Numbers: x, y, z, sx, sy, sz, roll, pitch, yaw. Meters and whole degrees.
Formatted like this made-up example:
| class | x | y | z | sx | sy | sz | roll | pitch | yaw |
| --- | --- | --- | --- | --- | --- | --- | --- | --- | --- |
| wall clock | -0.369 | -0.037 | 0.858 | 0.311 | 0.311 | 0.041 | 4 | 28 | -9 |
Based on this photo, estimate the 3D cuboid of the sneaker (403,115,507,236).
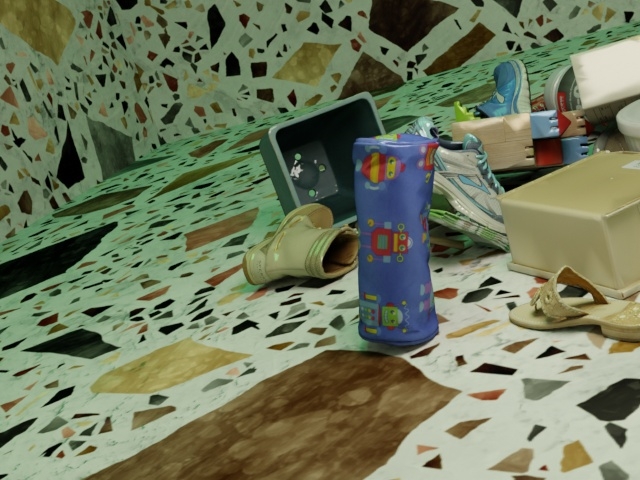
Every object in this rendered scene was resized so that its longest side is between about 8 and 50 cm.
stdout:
| class | x | y | z | sx | sy | sz | roll | pitch | yaw |
| --- | --- | --- | --- | --- | --- | --- | --- | --- | --- |
| sneaker | 0.255 | -0.108 | 1.658 | 0.122 | 0.283 | 0.110 | -58 | 11 | 14 |

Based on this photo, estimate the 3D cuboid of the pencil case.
| class | x | y | z | sx | sy | sz | roll | pitch | yaw |
| --- | --- | --- | --- | --- | --- | --- | --- | --- | --- |
| pencil case | 0.109 | -0.008 | 1.387 | 0.119 | 0.306 | 0.133 | 2 | 11 | 16 |

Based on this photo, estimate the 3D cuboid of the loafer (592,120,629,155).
| class | x | y | z | sx | sy | sz | roll | pitch | yaw |
| --- | --- | --- | --- | --- | --- | --- | --- | --- | --- |
| loafer | 0.600 | -0.194 | 1.912 | 0.087 | 0.094 | 0.251 | 17 | 40 | 23 |

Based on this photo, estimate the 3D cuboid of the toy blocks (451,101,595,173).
| class | x | y | z | sx | sy | sz | roll | pitch | yaw |
| --- | --- | --- | --- | --- | --- | --- | --- | --- | --- |
| toy blocks | 0.404 | -0.189 | 1.900 | 0.261 | 0.190 | 0.381 | -6 | 1 | 15 |

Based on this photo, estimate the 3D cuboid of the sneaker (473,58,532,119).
| class | x | y | z | sx | sy | sz | roll | pitch | yaw |
| --- | --- | --- | --- | --- | --- | --- | --- | --- | --- |
| sneaker | 0.406 | -0.301 | 2.215 | 0.147 | 0.129 | 0.330 | -6 | 40 | 13 |

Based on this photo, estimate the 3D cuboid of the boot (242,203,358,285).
| class | x | y | z | sx | sy | sz | roll | pitch | yaw |
| --- | --- | --- | --- | --- | --- | --- | --- | --- | --- |
| boot | 0.000 | 0.000 | 1.853 | 0.203 | 0.095 | 0.262 | -6 | 21 | 39 |

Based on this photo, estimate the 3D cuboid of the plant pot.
| class | x | y | z | sx | sy | sz | roll | pitch | yaw |
| --- | --- | --- | --- | --- | --- | --- | --- | --- | --- |
| plant pot | 0.001 | -0.156 | 2.150 | 0.248 | 0.247 | 0.252 | -23 | 6 | -18 |

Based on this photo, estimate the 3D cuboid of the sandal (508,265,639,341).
| class | x | y | z | sx | sy | sz | roll | pitch | yaw |
| --- | --- | --- | --- | --- | --- | --- | --- | --- | --- |
| sandal | 0.337 | 0.070 | 1.270 | 0.088 | 0.079 | 0.240 | -27 | 18 | -30 |

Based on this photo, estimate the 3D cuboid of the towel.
| class | x | y | z | sx | sy | sz | roll | pitch | yaw |
| --- | --- | --- | --- | --- | --- | --- | --- | --- | --- |
| towel | 0.235 | -0.019 | 1.631 | 0.152 | 0.023 | 0.113 | 21 | -4 | -24 |

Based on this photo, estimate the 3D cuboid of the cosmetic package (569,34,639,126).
| class | x | y | z | sx | sy | sz | roll | pitch | yaw |
| --- | --- | --- | --- | --- | --- | --- | --- | --- | --- |
| cosmetic package | 0.629 | -0.314 | 1.781 | 0.309 | 0.113 | 0.160 | -13 | -10 | 19 |

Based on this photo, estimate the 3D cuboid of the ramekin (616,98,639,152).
| class | x | y | z | sx | sy | sz | roll | pitch | yaw |
| --- | --- | --- | --- | --- | --- | --- | --- | --- | --- |
| ramekin | 0.633 | -0.173 | 1.594 | 0.273 | 0.127 | 0.273 | -16 | 16 | 5 |

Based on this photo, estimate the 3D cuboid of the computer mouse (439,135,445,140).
| class | x | y | z | sx | sy | sz | roll | pitch | yaw |
| --- | --- | --- | --- | --- | --- | --- | --- | --- | --- |
| computer mouse | 0.225 | -0.146 | 2.019 | 0.184 | 0.060 | 0.262 | 42 | 45 | 22 |

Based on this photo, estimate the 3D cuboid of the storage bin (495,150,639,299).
| class | x | y | z | sx | sy | sz | roll | pitch | yaw |
| --- | --- | --- | --- | --- | --- | --- | --- | --- | --- |
| storage bin | 0.445 | -0.040 | 1.454 | 0.260 | 0.123 | 0.262 | -23 | 16 | -20 |

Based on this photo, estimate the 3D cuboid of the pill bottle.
| class | x | y | z | sx | sy | sz | roll | pitch | yaw |
| --- | --- | --- | --- | --- | --- | --- | --- | --- | --- |
| pill bottle | 0.620 | -0.319 | 2.150 | 0.161 | 0.161 | 0.283 | -21 | 15 | -12 |

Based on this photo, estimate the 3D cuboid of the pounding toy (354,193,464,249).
| class | x | y | z | sx | sy | sz | roll | pitch | yaw |
| --- | --- | --- | --- | --- | --- | --- | --- | --- | --- |
| pounding toy | 0.173 | -0.015 | 1.768 | 0.154 | 0.155 | 0.269 | -42 | -12 | 37 |

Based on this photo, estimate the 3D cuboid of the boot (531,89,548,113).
| class | x | y | z | sx | sy | sz | roll | pitch | yaw |
| --- | --- | --- | --- | --- | --- | --- | --- | --- | --- |
| boot | 0.512 | -0.289 | 2.321 | 0.244 | 0.088 | 0.176 | -20 | 15 | 20 |
